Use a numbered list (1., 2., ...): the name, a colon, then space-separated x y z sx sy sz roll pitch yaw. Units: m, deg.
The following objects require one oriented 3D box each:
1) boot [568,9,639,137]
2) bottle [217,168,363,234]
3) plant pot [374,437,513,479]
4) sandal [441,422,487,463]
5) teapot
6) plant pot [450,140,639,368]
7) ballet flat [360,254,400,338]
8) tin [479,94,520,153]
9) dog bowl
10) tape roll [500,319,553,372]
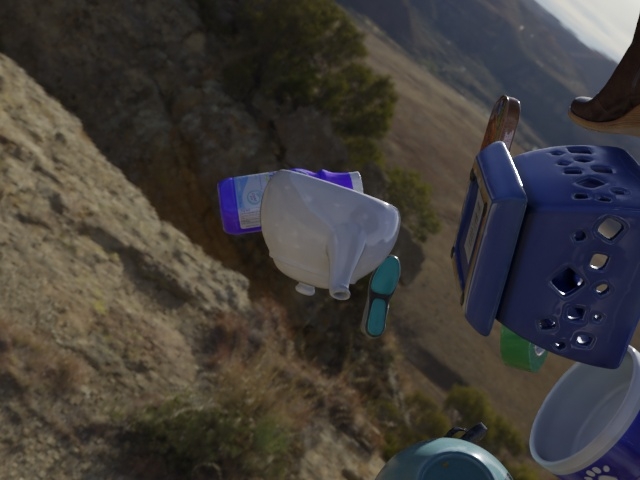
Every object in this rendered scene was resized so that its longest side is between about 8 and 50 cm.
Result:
1. boot: 0.501 -0.270 1.284 0.090 0.206 0.248 -4 18 -24
2. bottle: -0.059 -0.085 1.601 0.283 0.092 0.118 -8 48 -4
3. plant pot: 0.223 0.463 1.403 0.290 0.290 0.195 50 -21 29
4. sandal: 0.264 0.457 1.763 0.097 0.254 0.054 -16 66 -42
5. teapot: 0.000 0.000 1.353 0.253 0.187 0.256 19 2 25
6. plant pot: 0.298 0.003 1.073 0.212 0.235 0.236 9 27 0
7. ballet flat: 0.142 0.138 2.012 0.072 0.213 0.068 17 -7 -13
8. tin: 0.386 -0.219 1.758 0.040 0.189 0.106 14 10 -4
9. dog bowl: 0.499 0.316 1.433 0.104 0.265 0.265 37 19 -4
10. tape roll: 0.547 0.173 2.073 0.077 0.321 0.321 12 6 28
